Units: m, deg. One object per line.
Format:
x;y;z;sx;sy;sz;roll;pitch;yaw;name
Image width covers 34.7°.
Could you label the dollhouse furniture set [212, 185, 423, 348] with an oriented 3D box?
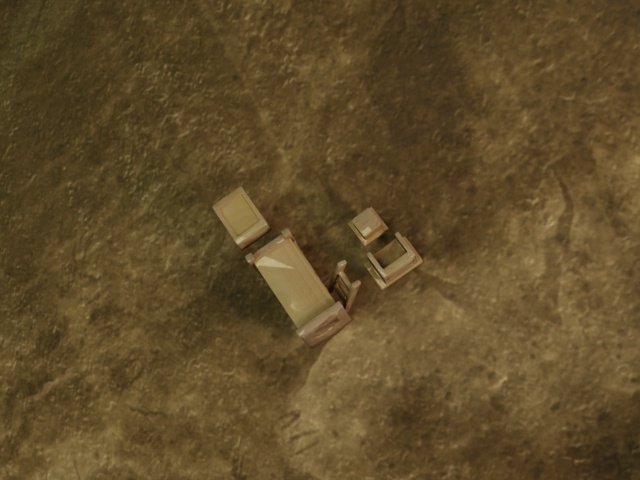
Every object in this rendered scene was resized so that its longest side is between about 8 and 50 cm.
0.000;0.000;1.168;0.161;0.101;0.182;-34;73;-1;dollhouse furniture set
